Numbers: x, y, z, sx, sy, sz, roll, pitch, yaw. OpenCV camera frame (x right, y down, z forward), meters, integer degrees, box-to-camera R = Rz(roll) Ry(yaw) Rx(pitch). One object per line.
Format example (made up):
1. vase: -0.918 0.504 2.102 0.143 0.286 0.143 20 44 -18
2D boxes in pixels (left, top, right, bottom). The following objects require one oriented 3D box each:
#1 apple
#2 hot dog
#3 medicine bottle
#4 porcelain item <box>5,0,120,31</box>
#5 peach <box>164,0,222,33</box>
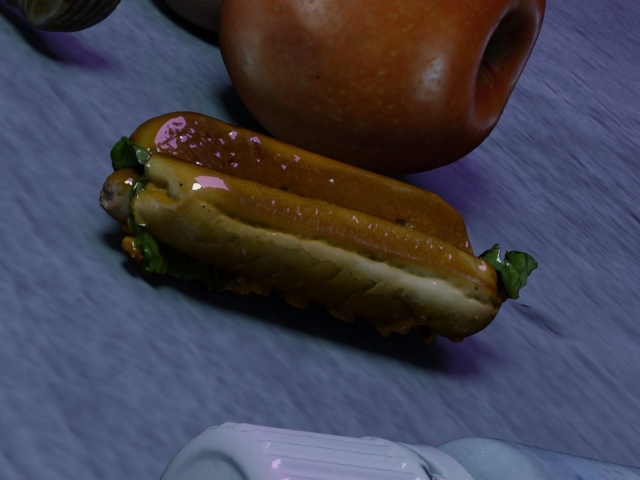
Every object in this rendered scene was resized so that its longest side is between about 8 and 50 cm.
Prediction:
1. apple: 0.033 -0.110 0.736 0.139 0.163 0.163 29 21 12
2. hot dog: 0.000 0.000 0.594 0.188 0.055 0.072 19 28 -31
3. medicine bottle: 0.050 0.096 0.419 0.203 0.083 0.083 16 27 -34
4. porcelain item: -0.171 -0.163 0.712 0.213 0.054 0.084 42 27 26
5. peach: -0.050 -0.149 0.816 0.083 0.083 0.083 27 22 -12
